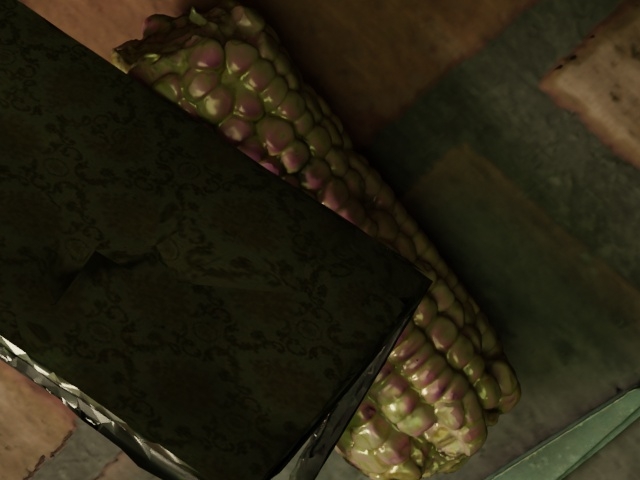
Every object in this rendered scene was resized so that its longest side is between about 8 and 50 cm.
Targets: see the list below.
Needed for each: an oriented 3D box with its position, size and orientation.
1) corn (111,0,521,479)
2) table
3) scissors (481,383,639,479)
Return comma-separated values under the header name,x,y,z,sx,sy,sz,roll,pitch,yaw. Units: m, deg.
name,x,y,z,sx,sy,sz,roll,pitch,yaw
corn,-0.002,0.001,1.155,0.126,0.126,0.335,-27,107,20
table,-0.169,0.071,1.076,0.335,0.222,0.272,34,131,8
scissors,0.048,0.228,1.295,0.447,0.029,0.192,-38,114,15
